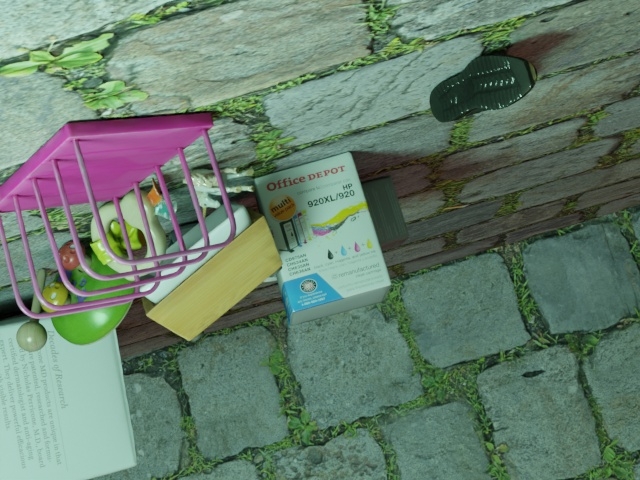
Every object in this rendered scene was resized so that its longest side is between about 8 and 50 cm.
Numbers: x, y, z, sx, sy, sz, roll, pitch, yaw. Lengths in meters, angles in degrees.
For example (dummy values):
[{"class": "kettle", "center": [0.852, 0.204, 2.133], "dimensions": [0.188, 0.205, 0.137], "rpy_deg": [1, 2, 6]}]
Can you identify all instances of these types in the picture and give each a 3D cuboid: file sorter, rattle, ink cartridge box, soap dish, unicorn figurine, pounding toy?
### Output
[{"class": "file sorter", "center": [-0.272, -0.023, 1.581], "dimensions": [0.202, 0.182, 0.291], "rpy_deg": [-10, 168, -37]}, {"class": "rattle", "center": [-0.255, -0.041, 1.865], "dimensions": [0.143, 0.130, 0.199], "rpy_deg": [-22, 151, -51]}, {"class": "ink cartridge box", "center": [0.000, 0.000, 2.021], "dimensions": [0.171, 0.232, 0.168], "rpy_deg": [-15, 168, -5]}, {"class": "soap dish", "center": [-0.178, 0.046, 1.942], "dimensions": [0.229, 0.118, 0.291], "rpy_deg": [-40, -170, -5]}, {"class": "unicorn figurine", "center": [-0.158, -0.082, 1.838], "dimensions": [0.111, 0.060, 0.162], "rpy_deg": [-6, 159, 18]}, {"class": "pounding toy", "center": [-0.432, 0.079, 2.053], "dimensions": [0.237, 0.182, 0.110], "rpy_deg": [-18, 146, 28]}]

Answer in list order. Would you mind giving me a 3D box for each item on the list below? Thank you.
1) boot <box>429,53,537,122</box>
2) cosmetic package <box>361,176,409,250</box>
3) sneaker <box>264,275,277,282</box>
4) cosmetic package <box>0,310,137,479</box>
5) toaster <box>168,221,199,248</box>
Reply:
[{"class": "boot", "center": [0.262, -0.223, 1.703], "dimensions": [0.137, 0.076, 0.198], "rpy_deg": [-16, -175, -33]}, {"class": "cosmetic package", "center": [0.030, -0.025, 2.255], "dimensions": [0.238, 0.127, 0.107], "rpy_deg": [-13, 171, -10]}, {"class": "sneaker", "center": [-0.039, 0.002, 2.440], "dimensions": [0.262, 0.099, 0.121], "rpy_deg": [-19, 166, -38]}, {"class": "cosmetic package", "center": [-0.616, 0.320, 2.387], "dimensions": [0.394, 0.327, 0.329], "rpy_deg": [-11, -179, -29]}, {"class": "toaster", "center": [-0.191, 0.033, 2.208], "dimensions": [0.147, 0.129, 0.227], "rpy_deg": [-17, 169, -11]}]
